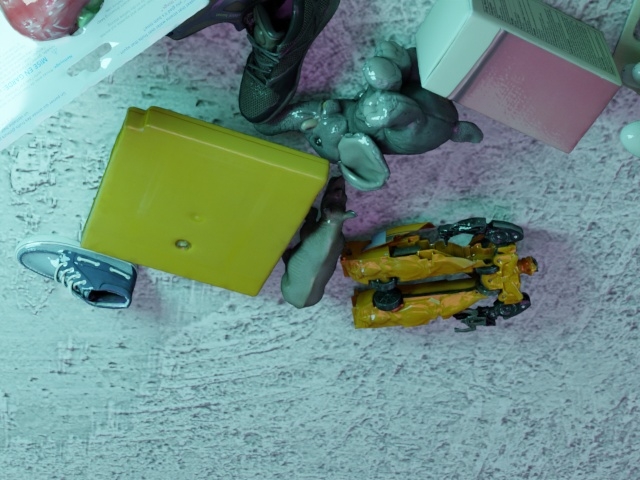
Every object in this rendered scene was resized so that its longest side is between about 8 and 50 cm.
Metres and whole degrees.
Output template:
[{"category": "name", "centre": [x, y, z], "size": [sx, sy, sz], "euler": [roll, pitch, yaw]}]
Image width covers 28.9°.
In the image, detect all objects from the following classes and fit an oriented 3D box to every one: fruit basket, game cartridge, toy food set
[{"category": "fruit basket", "centre": [-0.357, -0.328, 1.459], "size": [0.327, 0.165, 0.353], "euler": [-36, 93, 3]}, {"category": "game cartridge", "centre": [-0.172, -0.052, 1.772], "size": [0.285, 0.052, 0.323], "euler": [17, 141, -13]}, {"category": "toy food set", "centre": [0.424, -0.216, 1.552], "size": [0.093, 0.306, 0.219], "euler": [9, 128, -5]}]

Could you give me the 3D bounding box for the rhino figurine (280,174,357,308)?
[{"category": "rhino figurine", "centre": [0.000, 0.000, 1.835], "size": [0.073, 0.106, 0.243], "euler": [15, 126, -13]}]

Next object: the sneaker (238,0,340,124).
[{"category": "sneaker", "centre": [-0.070, -0.247, 1.625], "size": [0.087, 0.130, 0.227], "euler": [44, 123, 17]}]

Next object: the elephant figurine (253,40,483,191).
[{"category": "elephant figurine", "centre": [0.059, -0.156, 1.712], "size": [0.169, 0.186, 0.239], "euler": [-9, 159, -46]}]

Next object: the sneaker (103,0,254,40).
[{"category": "sneaker", "centre": [-0.215, -0.314, 1.585], "size": [0.300, 0.111, 0.121], "euler": [0, 133, -8]}]

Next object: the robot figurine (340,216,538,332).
[{"category": "robot figurine", "centre": [0.183, 0.048, 1.890], "size": [0.291, 0.085, 0.211], "euler": [-8, 127, 6]}]

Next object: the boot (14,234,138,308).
[{"category": "boot", "centre": [-0.372, 0.049, 1.878], "size": [0.190, 0.086, 0.069], "euler": [10, 126, -8]}]

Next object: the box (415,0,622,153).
[{"category": "box", "centre": [0.256, -0.239, 1.634], "size": [0.232, 0.148, 0.126], "euler": [22, 124, -16]}]
